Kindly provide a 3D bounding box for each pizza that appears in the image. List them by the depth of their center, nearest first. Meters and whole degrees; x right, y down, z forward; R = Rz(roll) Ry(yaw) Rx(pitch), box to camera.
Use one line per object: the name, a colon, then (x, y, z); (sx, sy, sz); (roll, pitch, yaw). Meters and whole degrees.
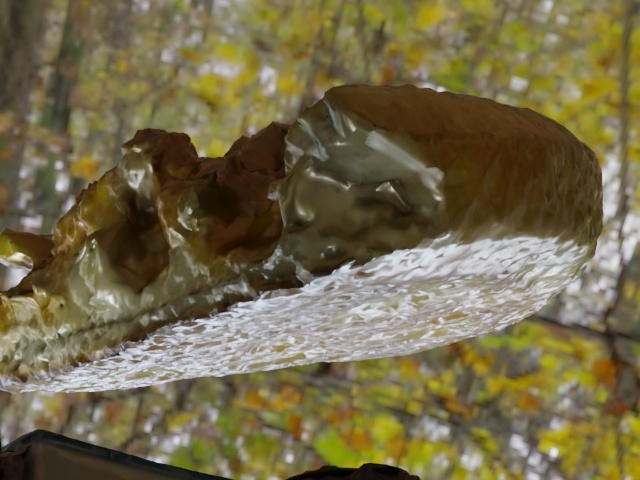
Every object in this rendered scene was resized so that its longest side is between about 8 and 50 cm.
pizza: (0.033, -0.002, 0.644); (0.268, 0.087, 0.258); (0, 169, -39)

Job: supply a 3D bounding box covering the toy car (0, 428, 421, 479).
toy car: (-0.072, 0.158, 0.451); (0.314, 0.166, 0.198); (18, -126, -31)
